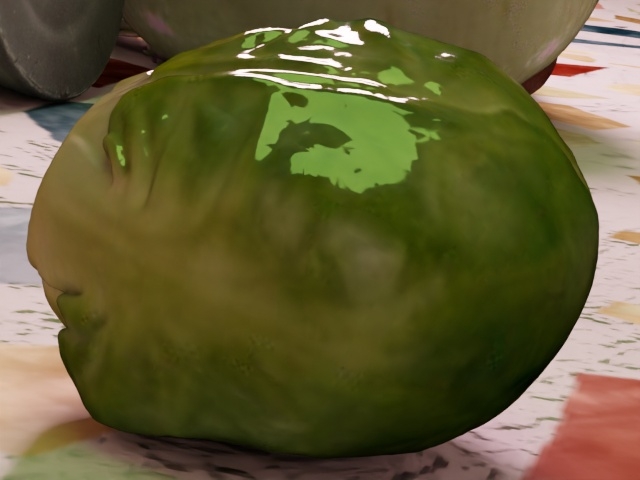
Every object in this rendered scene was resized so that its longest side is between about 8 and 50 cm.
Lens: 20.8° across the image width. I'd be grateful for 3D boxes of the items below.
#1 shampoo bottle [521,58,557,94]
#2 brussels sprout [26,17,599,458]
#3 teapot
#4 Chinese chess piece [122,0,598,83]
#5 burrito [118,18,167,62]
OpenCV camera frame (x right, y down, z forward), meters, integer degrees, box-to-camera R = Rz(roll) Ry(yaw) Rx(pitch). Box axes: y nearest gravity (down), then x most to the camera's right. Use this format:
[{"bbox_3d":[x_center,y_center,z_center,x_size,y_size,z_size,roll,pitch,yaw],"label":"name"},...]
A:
[{"bbox_3d":[0.077,-0.168,1.309,0.118,0.076,0.314,4,14,-23],"label":"shampoo bottle"},{"bbox_3d":[0.001,-0.004,0.483,0.155,0.118,0.155,15,18,-5],"label":"brussels sprout"},{"bbox_3d":[-0.205,-0.155,0.974,0.149,0.162,0.239,0,-10,20],"label":"teapot"},{"bbox_3d":[0.021,-0.229,1.112,0.349,0.146,0.349,4,40,-3],"label":"Chinese chess piece"},{"bbox_3d":[-0.167,-0.183,1.250,0.096,0.066,0.309,-3,19,-40],"label":"burrito"}]
